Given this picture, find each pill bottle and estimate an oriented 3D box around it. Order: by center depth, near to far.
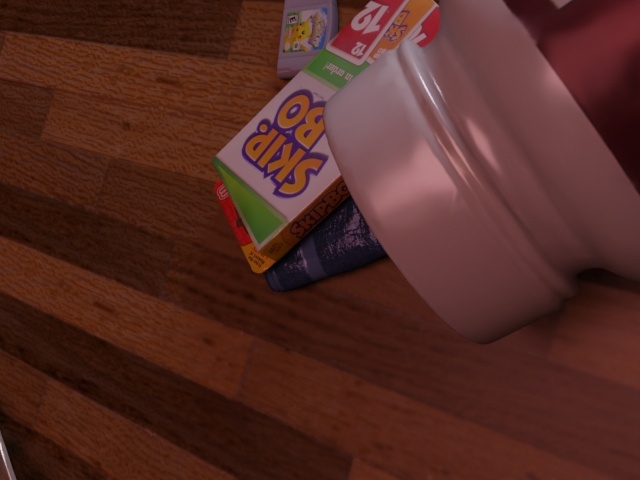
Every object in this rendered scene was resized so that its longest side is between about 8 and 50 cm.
[{"bbox_3d":[0.208,-0.117,0.367,0.392,0.224,0.224,-35,67,21],"label":"pill bottle"}]

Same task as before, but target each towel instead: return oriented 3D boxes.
[{"bbox_3d":[0.000,0.000,0.581,0.120,0.029,0.067,-20,74,26],"label":"towel"}]

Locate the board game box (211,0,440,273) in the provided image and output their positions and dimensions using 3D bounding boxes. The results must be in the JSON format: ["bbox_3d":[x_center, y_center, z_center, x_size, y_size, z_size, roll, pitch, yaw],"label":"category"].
[{"bbox_3d":[0.007,-0.096,0.571,0.259,0.039,0.124,-44,52,17],"label":"board game box"}]

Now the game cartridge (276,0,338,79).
[{"bbox_3d":[-0.011,-0.191,0.625,0.056,0.017,0.083,3,84,26],"label":"game cartridge"}]

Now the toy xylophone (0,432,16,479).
[{"bbox_3d":[-0.452,0.258,0.768,0.236,0.081,0.322,-49,62,15],"label":"toy xylophone"}]
